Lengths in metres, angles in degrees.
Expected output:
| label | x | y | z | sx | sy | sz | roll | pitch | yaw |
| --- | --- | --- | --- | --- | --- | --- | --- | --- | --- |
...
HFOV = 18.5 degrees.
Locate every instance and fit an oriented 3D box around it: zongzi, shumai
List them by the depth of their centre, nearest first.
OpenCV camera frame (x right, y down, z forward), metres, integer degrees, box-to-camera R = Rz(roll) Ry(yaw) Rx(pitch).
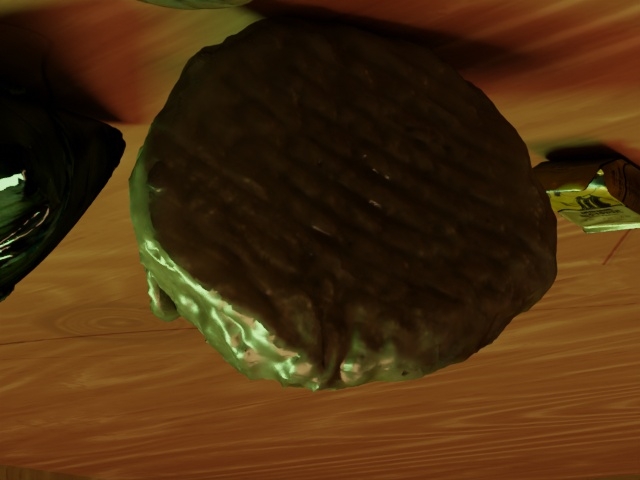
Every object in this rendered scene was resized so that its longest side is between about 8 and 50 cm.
| label | x | y | z | sx | sy | sz | roll | pitch | yaw |
| --- | --- | --- | --- | --- | --- | --- | --- | --- | --- |
| shumai | -0.005 | 0.000 | 1.436 | 0.314 | 0.267 | 0.262 | 14 | 162 | -14 |
| zongzi | -0.350 | 0.036 | 1.524 | 0.383 | 0.362 | 0.319 | -1 | -176 | 12 |

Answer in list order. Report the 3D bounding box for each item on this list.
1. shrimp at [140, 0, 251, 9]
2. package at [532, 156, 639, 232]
| label | x | y | z | sx | sy | sz | roll | pitch | yaw |
| --- | --- | --- | --- | --- | --- | --- | --- | --- | --- |
| shrimp | -0.120 | -0.190 | 1.161 | 0.198 | 0.051 | 0.262 | 6 | 169 | -8 |
| package | 0.224 | -0.045 | 1.653 | 0.071 | 0.047 | 0.131 | -4 | 163 | 37 |
